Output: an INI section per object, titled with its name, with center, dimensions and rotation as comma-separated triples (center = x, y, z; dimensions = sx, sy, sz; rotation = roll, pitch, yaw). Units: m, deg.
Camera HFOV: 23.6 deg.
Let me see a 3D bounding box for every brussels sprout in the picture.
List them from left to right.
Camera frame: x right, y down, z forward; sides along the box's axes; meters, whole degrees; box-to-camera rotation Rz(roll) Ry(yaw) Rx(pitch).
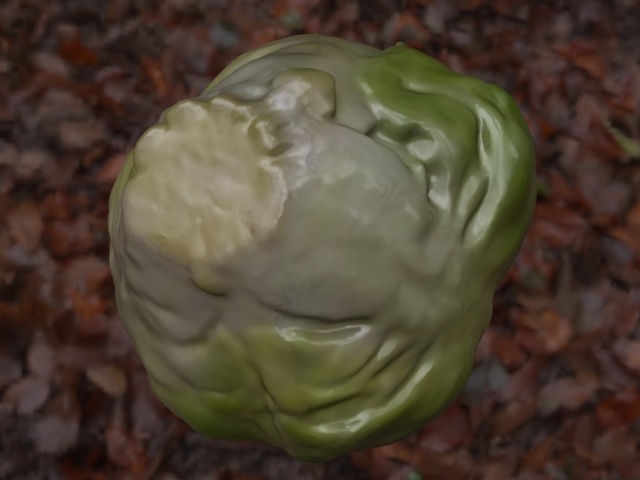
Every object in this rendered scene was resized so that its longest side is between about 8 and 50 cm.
[brussels sprout]
center = -0.002, 0.009, 0.991
dimensions = 0.317, 0.273, 0.242
rotation = -10, 51, -46
